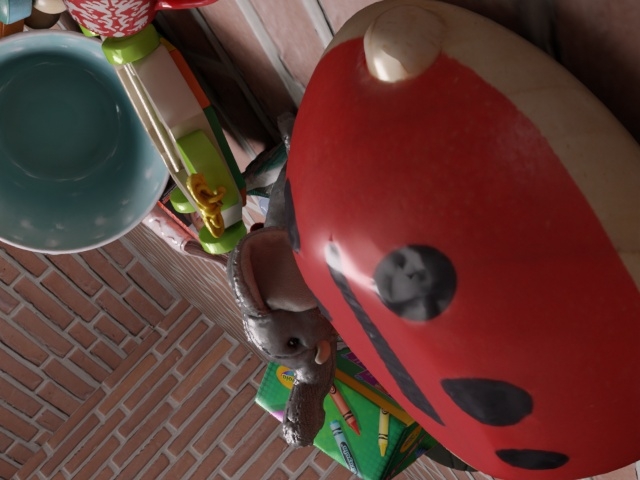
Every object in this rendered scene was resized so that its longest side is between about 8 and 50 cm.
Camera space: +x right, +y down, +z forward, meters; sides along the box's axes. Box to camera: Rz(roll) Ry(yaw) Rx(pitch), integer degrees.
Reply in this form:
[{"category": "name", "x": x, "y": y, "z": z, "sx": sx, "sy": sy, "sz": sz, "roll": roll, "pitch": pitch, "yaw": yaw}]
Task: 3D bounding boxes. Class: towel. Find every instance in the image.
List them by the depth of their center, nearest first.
[{"category": "towel", "x": -0.341, "y": -0.058, "z": 1.582, "sx": 0.332, "sy": 0.053, "sz": 0.317, "roll": 36, "pitch": 177, "yaw": 18}]

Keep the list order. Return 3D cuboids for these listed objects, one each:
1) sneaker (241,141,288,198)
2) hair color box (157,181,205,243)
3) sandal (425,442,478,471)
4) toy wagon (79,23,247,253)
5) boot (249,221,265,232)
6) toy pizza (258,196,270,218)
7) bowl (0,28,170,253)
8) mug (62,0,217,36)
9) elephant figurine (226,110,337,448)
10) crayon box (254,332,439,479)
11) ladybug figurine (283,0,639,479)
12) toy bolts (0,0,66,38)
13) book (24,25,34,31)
[{"category": "sneaker", "x": -0.049, "y": -0.064, "z": 0.882, "sx": 0.076, "sy": 0.065, "sz": 0.166, "roll": 42, "pitch": 169, "yaw": -15}, {"category": "hair color box", "x": -0.223, "y": -0.047, "z": 1.388, "sx": 0.141, "sy": 0.072, "sz": 0.043, "roll": 42, "pitch": 166, "yaw": -1}, {"category": "sandal", "x": 0.165, "y": 0.273, "z": 1.244, "sx": 0.303, "sy": 0.086, "sz": 0.120, "roll": 31, "pitch": 140, "yaw": 11}, {"category": "toy wagon", "x": -0.152, "y": -0.111, "z": 0.823, "sx": 0.344, "sy": 0.068, "sz": 0.267, "roll": 44, "pitch": 161, "yaw": 51}, {"category": "boot", "x": -0.090, "y": 0.026, "z": 1.223, "sx": 0.244, "sy": 0.088, "sz": 0.176, "roll": 34, "pitch": 151, "yaw": 55}, {"category": "toy pizza", "x": 0.000, "y": 0.000, "z": 0.995, "sx": 0.201, "sy": 0.032, "sz": 0.201, "roll": 39, "pitch": 167, "yaw": 11}, {"category": "bowl", "x": -0.378, "y": -0.153, "z": 1.092, "sx": 0.311, "sy": 0.311, "sz": 0.163, "roll": 50, "pitch": 179, "yaw": -29}, {"category": "mug", "x": -0.163, "y": -0.222, "z": 0.619, "sx": 0.150, "sy": 0.113, "sz": 0.169, "roll": 46, "pitch": 169, "yaw": -7}, {"category": "elephant figurine", "x": -0.023, "y": 0.038, "z": 0.733, "sx": 0.186, "sy": 0.239, "sz": 0.169, "roll": 33, "pitch": 164, "yaw": 34}, {"category": "crayon box", "x": 0.073, "y": 0.169, "z": 0.886, "sx": 0.165, "sy": 0.081, "sz": 0.278, "roll": 29, "pitch": -164, "yaw": 26}, {"category": "ladybug figurine", "x": 0.107, "y": 0.036, "z": 0.532, "sx": 0.305, "sy": 0.162, "sz": 0.449, "roll": 29, "pitch": 161, "yaw": 45}, {"category": "toy bolts", "x": -0.398, "y": -0.347, "z": 0.944, "sx": 0.228, "sy": 0.158, "sz": 0.218, "roll": 40, "pitch": 129, "yaw": 55}, {"category": "book", "x": -0.453, "y": -0.309, "z": 1.322, "sx": 0.096, "sy": 0.035, "sz": 0.144, "roll": 40, "pitch": 166, "yaw": 22}]
